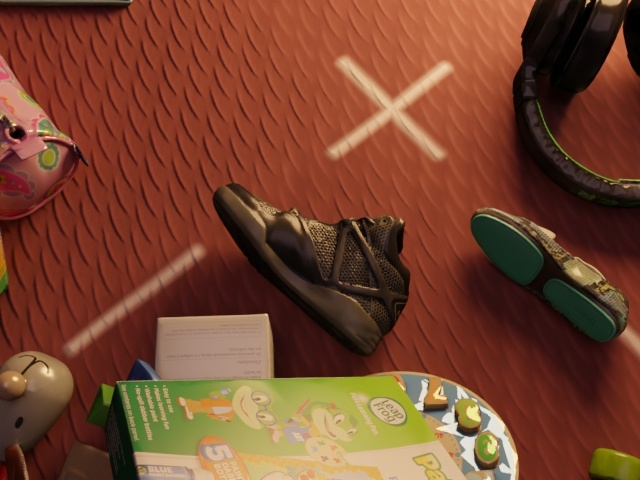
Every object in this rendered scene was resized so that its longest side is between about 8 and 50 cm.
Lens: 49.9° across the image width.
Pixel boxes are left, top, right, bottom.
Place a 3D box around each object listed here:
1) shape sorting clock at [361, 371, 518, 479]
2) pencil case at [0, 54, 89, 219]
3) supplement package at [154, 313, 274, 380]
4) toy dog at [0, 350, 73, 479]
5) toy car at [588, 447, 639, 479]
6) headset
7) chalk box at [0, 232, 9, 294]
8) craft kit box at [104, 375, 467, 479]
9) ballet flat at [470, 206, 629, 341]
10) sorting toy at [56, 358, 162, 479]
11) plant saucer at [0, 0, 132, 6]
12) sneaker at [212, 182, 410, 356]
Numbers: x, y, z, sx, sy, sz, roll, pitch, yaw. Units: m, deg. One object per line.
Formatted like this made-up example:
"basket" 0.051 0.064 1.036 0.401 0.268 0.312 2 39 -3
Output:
"shape sorting clock" 0.071 0.194 0.615 0.206 0.040 0.206 -5 40 4
"pencil case" -0.381 -0.155 0.744 0.124 0.124 0.284 -39 73 -13
"supplement package" -0.094 0.168 0.635 0.105 0.105 0.179 -1 69 -2
"toy dog" -0.343 0.248 0.576 0.220 0.161 0.334 3 70 1
"toy car" 0.292 0.262 0.558 0.149 0.188 0.155 20 71 7
"headset" 0.345 -0.231 0.791 0.243 0.185 0.394 2 85 5
"chalk box" -0.404 0.044 0.617 0.132 0.132 0.213 13 36 4
"craft kit box" -0.002 0.191 0.466 0.246 0.061 0.250 8 26 -30
"ballet flat" 0.240 0.027 0.720 0.070 0.070 0.188 -42 77 -14
"sorting toy" -0.202 0.271 0.569 0.047 0.196 0.348 29 68 -27
"plant saucer" -0.327 -0.321 0.860 0.192 0.018 0.067 1 70 -1
"sneaker" 0.000 0.000 0.710 0.227 0.087 0.130 39 73 10
